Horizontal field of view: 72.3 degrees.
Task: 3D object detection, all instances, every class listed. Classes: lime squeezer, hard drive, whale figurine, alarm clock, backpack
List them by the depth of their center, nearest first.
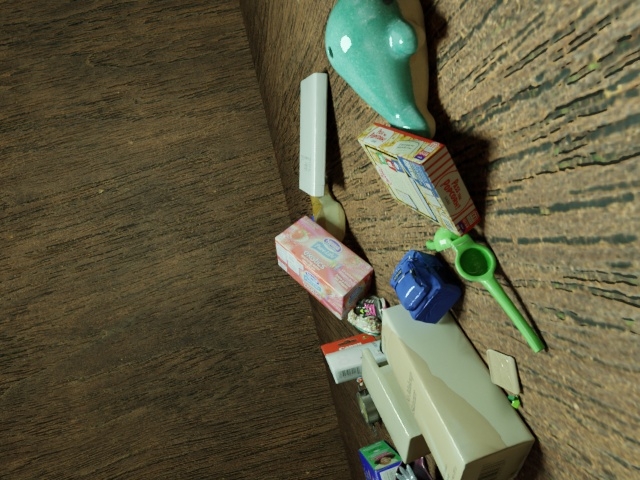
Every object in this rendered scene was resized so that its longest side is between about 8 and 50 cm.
[{"bbox_3d":[0.223,0.040,0.676,0.310,0.058,0.110,-122,20,-60],"label":"lime squeezer"},{"bbox_3d":[0.095,-0.273,0.707,0.216,0.141,0.272,169,84,-80],"label":"whale figurine"},{"bbox_3d":[0.183,0.074,0.804,0.098,0.101,0.120,-54,32,27],"label":"backpack"},{"bbox_3d":[-0.026,-0.332,1.398,0.233,0.047,0.354,-134,44,-72],"label":"hard drive"},{"bbox_3d":[0.197,0.677,1.738,0.129,0.064,0.192,141,116,-78],"label":"alarm clock"}]

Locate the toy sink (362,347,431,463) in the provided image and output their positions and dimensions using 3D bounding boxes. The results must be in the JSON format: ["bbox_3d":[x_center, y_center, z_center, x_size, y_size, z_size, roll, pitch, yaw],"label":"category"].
[{"bbox_3d":[0.205,0.364,1.033,0.234,0.131,0.153,-120,18,-44],"label":"toy sink"}]

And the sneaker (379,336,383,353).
[{"bbox_3d":[0.186,0.268,1.155,0.188,0.078,0.067,120,135,-78],"label":"sneaker"}]

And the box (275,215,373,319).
[{"bbox_3d":[0.008,0.080,1.384,0.300,0.142,0.154,38,152,26],"label":"box"}]

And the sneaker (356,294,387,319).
[{"bbox_3d":[0.149,0.202,1.288,0.170,0.074,0.063,-167,63,-79],"label":"sneaker"}]

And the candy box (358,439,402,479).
[{"bbox_3d":[0.252,0.900,1.570,0.317,0.122,0.269,119,135,-75],"label":"candy box"}]

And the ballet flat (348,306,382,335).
[{"bbox_3d":[0.139,0.247,1.417,0.241,0.091,0.077,180,99,-77],"label":"ballet flat"}]

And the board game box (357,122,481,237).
[{"bbox_3d":[0.148,-0.101,0.689,0.147,0.045,0.193,52,177,-33],"label":"board game box"}]

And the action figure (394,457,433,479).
[{"bbox_3d":[0.267,0.679,1.178,0.275,0.248,0.370,25,163,20],"label":"action figure"}]

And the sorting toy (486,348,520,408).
[{"bbox_3d":[0.287,0.215,0.680,0.062,0.012,0.084,171,89,-76],"label":"sorting toy"}]

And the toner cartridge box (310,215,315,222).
[{"bbox_3d":[0.000,0.000,1.875,0.348,0.075,0.165,130,127,-78],"label":"toner cartridge box"}]

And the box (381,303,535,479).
[{"bbox_3d":[0.224,0.263,0.791,0.311,0.121,0.148,-115,14,-49],"label":"box"}]

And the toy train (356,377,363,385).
[{"bbox_3d":[0.160,0.510,1.791,0.166,0.046,0.125,88,159,-51],"label":"toy train"}]

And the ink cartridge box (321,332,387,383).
[{"bbox_3d":[0.107,0.352,1.406,0.232,0.188,0.066,-124,22,-66],"label":"ink cartridge box"}]

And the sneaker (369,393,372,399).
[{"bbox_3d":[0.196,0.498,1.421,0.237,0.086,0.085,86,165,-52],"label":"sneaker"}]

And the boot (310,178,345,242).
[{"bbox_3d":[0.028,-0.075,1.578,0.211,0.104,0.295,82,175,-63],"label":"boot"}]
